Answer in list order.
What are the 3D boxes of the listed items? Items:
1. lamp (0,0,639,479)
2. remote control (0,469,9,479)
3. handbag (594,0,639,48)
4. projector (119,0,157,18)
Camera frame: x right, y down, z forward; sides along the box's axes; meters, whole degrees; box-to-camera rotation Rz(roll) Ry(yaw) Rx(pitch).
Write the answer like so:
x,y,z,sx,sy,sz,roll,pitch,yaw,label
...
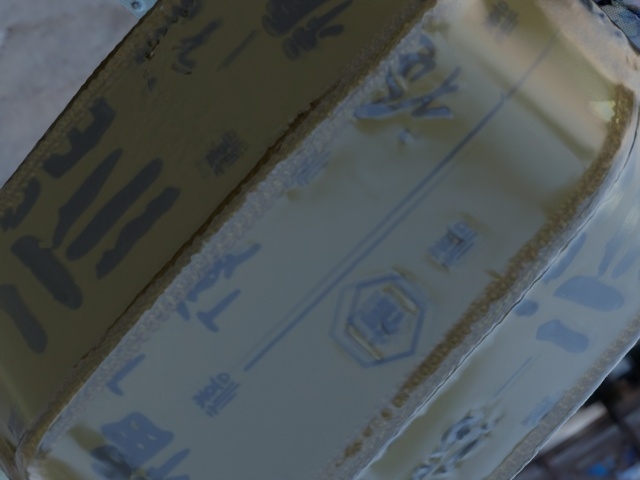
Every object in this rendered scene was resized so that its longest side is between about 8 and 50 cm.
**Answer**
x,y,z,sx,sy,sz,roll,pitch,yaw,label
0.000,0.000,0.472,0.185,0.161,0.161,-46,163,7,lamp
-0.082,0.214,0.778,0.140,0.296,0.056,-33,-159,27,remote control
0.098,-0.131,0.733,0.127,0.228,0.208,-58,-165,-12,handbag
-0.060,-0.173,1.282,0.115,0.147,0.061,-32,-149,40,projector
